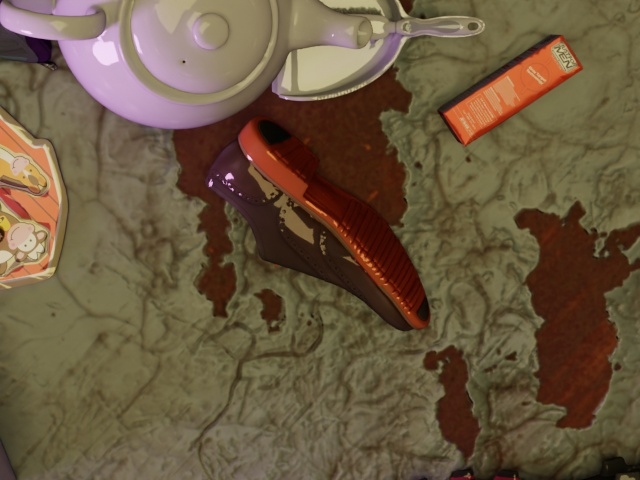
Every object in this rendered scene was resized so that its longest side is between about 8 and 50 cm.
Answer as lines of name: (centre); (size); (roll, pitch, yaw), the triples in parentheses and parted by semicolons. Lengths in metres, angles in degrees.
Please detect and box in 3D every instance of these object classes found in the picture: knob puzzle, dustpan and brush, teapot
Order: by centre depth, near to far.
teapot: (-0.132, -0.212, 1.733); (0.256, 0.187, 0.252); (-42, 114, -1)
dustpan and brush: (0.056, -0.213, 1.828); (0.211, 0.060, 0.147); (-1, 97, -1)
knob puzzle: (-0.341, -0.032, 1.856); (0.213, 0.030, 0.213); (0, 97, -2)

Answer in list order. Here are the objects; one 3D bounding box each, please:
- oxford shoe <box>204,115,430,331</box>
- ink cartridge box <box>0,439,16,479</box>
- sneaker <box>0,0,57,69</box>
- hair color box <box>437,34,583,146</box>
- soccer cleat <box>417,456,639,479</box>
oxford shoe: (0.000, 0.000, 1.851); (0.271, 0.097, 0.098); (47, 114, -2)
ink cartridge box: (-0.469, 0.221, 1.800); (0.270, 0.197, 0.198); (-20, 97, 1)
sneaker: (-0.275, -0.277, 1.799); (0.098, 0.083, 0.224); (13, 116, -15)
hair color box: (0.189, -0.151, 1.835); (0.141, 0.072, 0.043); (-34, 96, 3)
soccer cleat: (0.230, 0.307, 1.873); (0.331, 0.116, 0.143); (-5, 97, -1)
